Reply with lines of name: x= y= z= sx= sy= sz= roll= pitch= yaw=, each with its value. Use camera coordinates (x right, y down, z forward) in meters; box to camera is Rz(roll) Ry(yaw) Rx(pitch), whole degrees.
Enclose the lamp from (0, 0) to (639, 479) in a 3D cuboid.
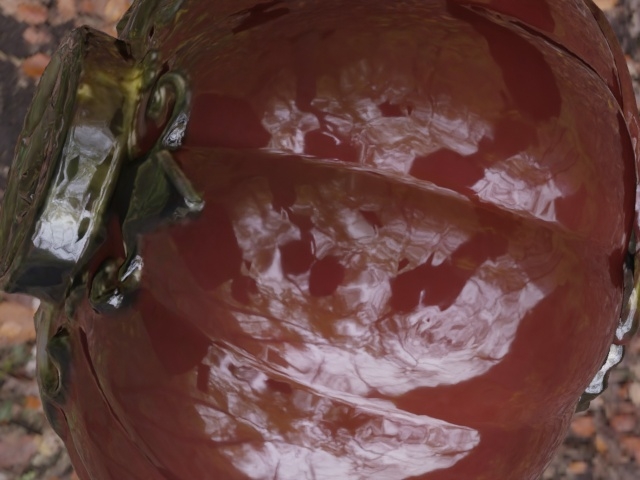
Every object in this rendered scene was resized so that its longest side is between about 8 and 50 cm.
lamp: x=0.000 y=0.000 z=0.602 sx=0.257 sy=0.303 sz=0.303 roll=15 pitch=123 yaw=-21
